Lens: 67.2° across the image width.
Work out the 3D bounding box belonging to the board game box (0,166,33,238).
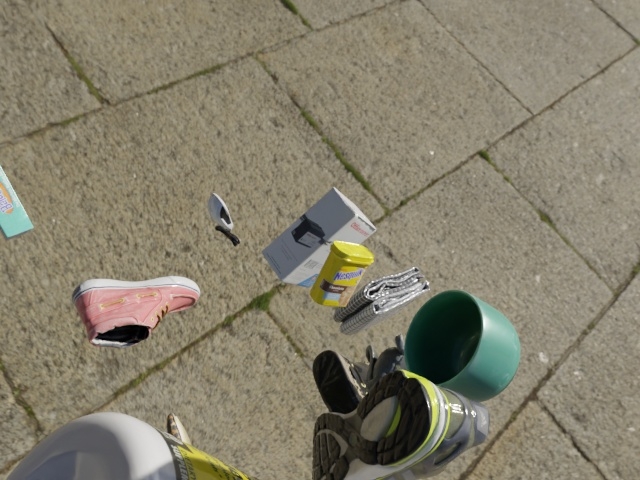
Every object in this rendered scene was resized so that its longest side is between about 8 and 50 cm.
[{"bbox_3d":[-0.596,-0.082,0.889,0.047,0.210,0.160,-29,104,-31],"label":"board game box"}]

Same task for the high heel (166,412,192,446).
[{"bbox_3d":[-0.411,0.590,1.216,0.186,0.093,0.261,-17,78,-10],"label":"high heel"}]

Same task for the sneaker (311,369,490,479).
[{"bbox_3d":[0.079,0.253,0.577,0.121,0.300,0.111,18,51,-20],"label":"sneaker"}]

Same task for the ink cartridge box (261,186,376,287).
[{"bbox_3d":[0.000,0.000,1.532,0.307,0.223,0.129,-41,68,10],"label":"ink cartridge box"}]

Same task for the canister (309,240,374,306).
[{"bbox_3d":[0.055,0.094,1.312,0.126,0.169,0.073,9,27,-37],"label":"canister"}]

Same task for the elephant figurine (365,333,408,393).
[{"bbox_3d":[0.176,0.347,1.256,0.186,0.239,0.169,-45,92,-3],"label":"elephant figurine"}]

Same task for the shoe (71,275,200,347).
[{"bbox_3d":[-0.231,0.097,0.643,0.178,0.063,0.081,6,41,-49],"label":"shoe"}]

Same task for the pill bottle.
[{"bbox_3d":[-0.119,0.304,0.442,0.188,0.334,0.187,-18,45,19],"label":"pill bottle"}]

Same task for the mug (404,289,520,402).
[{"bbox_3d":[0.180,0.149,0.629,0.097,0.158,0.129,28,38,-25],"label":"mug"}]

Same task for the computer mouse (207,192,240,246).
[{"bbox_3d":[-0.280,-0.058,1.345,0.042,0.193,0.106,-37,60,-18],"label":"computer mouse"}]

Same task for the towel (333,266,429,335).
[{"bbox_3d":[0.204,0.199,1.641,0.284,0.235,0.121,-19,71,-36],"label":"towel"}]

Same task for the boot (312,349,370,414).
[{"bbox_3d":[0.131,0.511,1.424,0.284,0.138,0.377,26,34,-56],"label":"boot"}]
